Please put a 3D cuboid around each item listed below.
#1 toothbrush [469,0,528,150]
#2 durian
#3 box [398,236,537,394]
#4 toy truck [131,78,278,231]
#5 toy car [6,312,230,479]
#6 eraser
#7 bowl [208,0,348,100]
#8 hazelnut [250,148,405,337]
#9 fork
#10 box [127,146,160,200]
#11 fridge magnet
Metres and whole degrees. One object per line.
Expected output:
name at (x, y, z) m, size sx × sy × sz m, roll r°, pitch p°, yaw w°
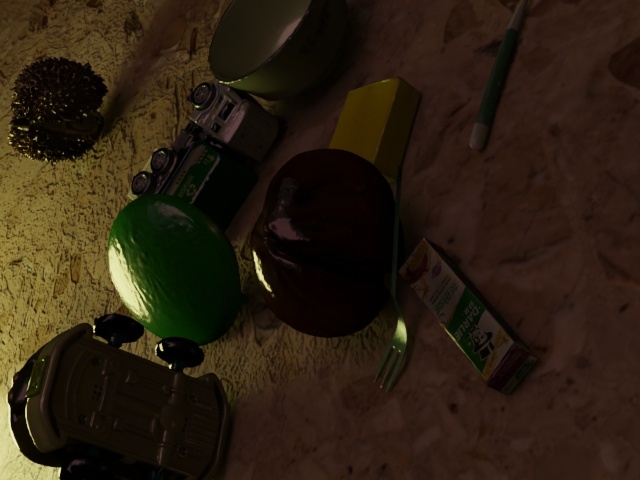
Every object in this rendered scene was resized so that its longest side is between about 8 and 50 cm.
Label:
toothbrush at (0.207, -0.215, 1.286) m, size 0.024 × 0.018 × 0.257 m, roll -4°, pitch 63°, yaw 54°
durian at (-0.455, -0.218, 1.967) m, size 0.167 × 0.196 × 0.196 m, roll 13°, pitch 75°, yaw 30°
box at (0.142, 0.071, 1.143) m, size 0.050 × 0.041 × 0.207 m, roll -53°, pitch 34°, yaw 13°
toy truck at (-0.161, -0.090, 1.586) m, size 0.124 × 0.114 × 0.253 m, roll 39°, pitch 98°, yaw 42°
toy car at (-0.254, 0.214, 1.364) m, size 0.198 × 0.248 × 0.204 m, roll -24°, pitch 48°, yaw 46°
eraser at (0.060, -0.128, 1.385) m, size 0.097 × 0.045 × 0.122 m, roll -5°, pitch 62°, yaw 51°
bowl at (-0.042, -0.273, 1.554) m, size 0.211 × 0.112 × 0.211 m, roll -28°, pitch 44°, yaw 31°
hazelnut at (0.000, 0.000, 1.255) m, size 0.178 × 0.178 × 0.204 m, roll 14°, pitch 88°, yaw 54°
fork at (0.081, 0.040, 1.192) m, size 0.039 × 0.021 × 0.235 m, roll 28°, pitch 116°, yaw 60°
box at (-0.234, -0.077, 1.736) m, size 0.090 × 0.024 × 0.167 m, roll -58°, pitch 34°, yaw 3°
fridge magnet at (-0.184, 0.037, 1.475) m, size 0.208 × 0.208 × 0.088 m, roll -28°, pitch 4°, yaw 38°
